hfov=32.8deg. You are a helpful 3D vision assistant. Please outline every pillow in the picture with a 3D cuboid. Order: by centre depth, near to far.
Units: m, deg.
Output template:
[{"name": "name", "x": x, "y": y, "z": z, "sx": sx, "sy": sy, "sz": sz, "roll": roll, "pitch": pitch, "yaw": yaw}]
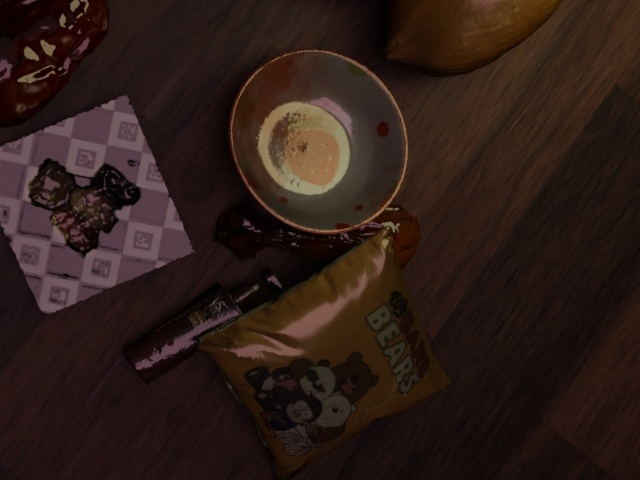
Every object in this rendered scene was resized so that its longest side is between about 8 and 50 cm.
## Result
[{"name": "pillow", "x": 0.016, "y": 0.172, "z": 1.546, "sx": 0.312, "sy": 0.119, "sz": 0.310, "roll": -30, "pitch": 120, "yaw": -8}]

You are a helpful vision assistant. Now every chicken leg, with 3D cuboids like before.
[{"name": "chicken leg", "x": 0.000, "y": 0.000, "z": 1.560, "sx": 0.305, "sy": 0.093, "sz": 0.113, "roll": 2, "pitch": 108, "yaw": -14}]

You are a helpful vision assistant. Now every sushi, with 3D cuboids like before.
[{"name": "sushi", "x": -0.317, "y": -0.048, "z": 1.466, "sx": 0.220, "sy": 0.047, "sz": 0.231, "roll": -24, "pitch": 100, "yaw": -9}]

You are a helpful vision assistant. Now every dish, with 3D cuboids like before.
[{"name": "dish", "x": -0.012, "y": -0.131, "z": 1.520, "sx": 0.260, "sy": 0.085, "sz": 0.260, "roll": 3, "pitch": 80, "yaw": -19}]

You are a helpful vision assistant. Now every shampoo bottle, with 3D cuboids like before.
[{"name": "shampoo bottle", "x": -0.161, "y": 0.115, "z": 1.527, "sx": 0.236, "sy": 0.067, "sz": 0.068, "roll": -34, "pitch": 100, "yaw": -11}]

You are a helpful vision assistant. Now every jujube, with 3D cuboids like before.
[{"name": "jujube", "x": -0.367, "y": -0.249, "z": 1.364, "sx": 0.230, "sy": 0.155, "sz": 0.155, "roll": -42, "pitch": 108, "yaw": -11}]

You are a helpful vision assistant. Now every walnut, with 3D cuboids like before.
[{"name": "walnut", "x": 0.208, "y": -0.342, "z": 1.519, "sx": 0.298, "sy": 0.203, "sz": 0.203, "roll": -31, "pitch": 106, "yaw": -8}]
